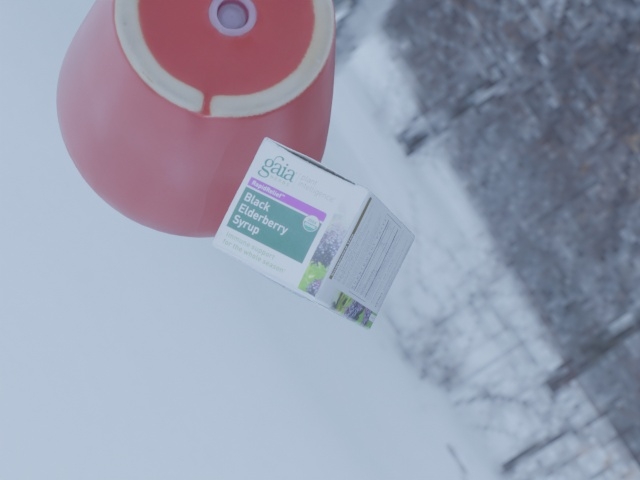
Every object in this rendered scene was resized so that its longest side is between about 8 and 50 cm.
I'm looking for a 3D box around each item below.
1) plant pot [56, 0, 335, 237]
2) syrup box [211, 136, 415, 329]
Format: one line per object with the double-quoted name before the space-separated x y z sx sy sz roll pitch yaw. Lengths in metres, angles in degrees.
"plant pot" -0.102 -0.163 1.534 0.275 0.275 0.243 57 -19 8
"syrup box" 0.000 0.000 1.328 0.093 0.096 0.237 26 -2 14
